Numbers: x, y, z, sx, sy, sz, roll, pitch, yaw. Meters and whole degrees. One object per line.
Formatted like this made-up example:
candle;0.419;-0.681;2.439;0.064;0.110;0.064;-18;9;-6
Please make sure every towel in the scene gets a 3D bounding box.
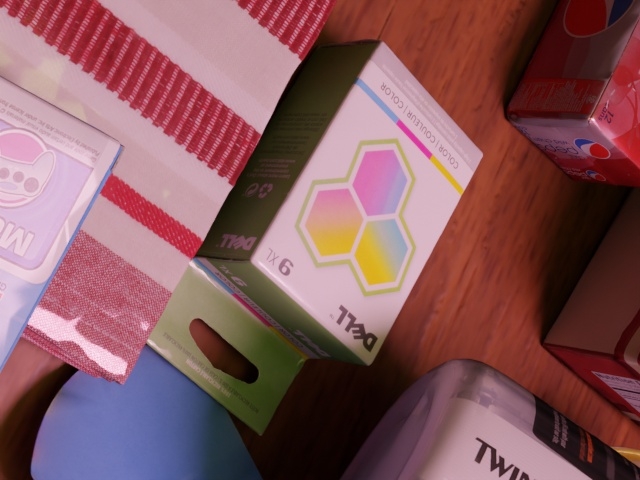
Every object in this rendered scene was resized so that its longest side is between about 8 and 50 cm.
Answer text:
towel;-0.118;-0.121;0.769;0.237;0.037;0.329;38;72;-32

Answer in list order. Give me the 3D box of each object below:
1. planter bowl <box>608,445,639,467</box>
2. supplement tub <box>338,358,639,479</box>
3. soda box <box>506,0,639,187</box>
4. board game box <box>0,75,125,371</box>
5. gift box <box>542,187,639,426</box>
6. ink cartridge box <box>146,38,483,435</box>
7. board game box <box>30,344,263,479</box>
planter bowl;0.180;0.244;0.995;0.217;0.090;0.217;0;86;-6
supplement tub;0.157;0.236;0.844;0.338;0.207;0.207;34;73;-3
soda box;0.229;-0.168;0.998;0.092;0.083;0.263;36;75;-35
board game box;-0.284;0.019;0.594;0.308;0.086;0.302;30;88;-36
gift box;0.351;0.043;1.024;0.276;0.255;0.258;39;75;-29
ink cartridge box;0.000;0.000;0.851;0.109;0.062;0.209;44;67;-33
board game box;-0.095;0.144;0.819;0.133;0.033;0.169;-30;93;-45
